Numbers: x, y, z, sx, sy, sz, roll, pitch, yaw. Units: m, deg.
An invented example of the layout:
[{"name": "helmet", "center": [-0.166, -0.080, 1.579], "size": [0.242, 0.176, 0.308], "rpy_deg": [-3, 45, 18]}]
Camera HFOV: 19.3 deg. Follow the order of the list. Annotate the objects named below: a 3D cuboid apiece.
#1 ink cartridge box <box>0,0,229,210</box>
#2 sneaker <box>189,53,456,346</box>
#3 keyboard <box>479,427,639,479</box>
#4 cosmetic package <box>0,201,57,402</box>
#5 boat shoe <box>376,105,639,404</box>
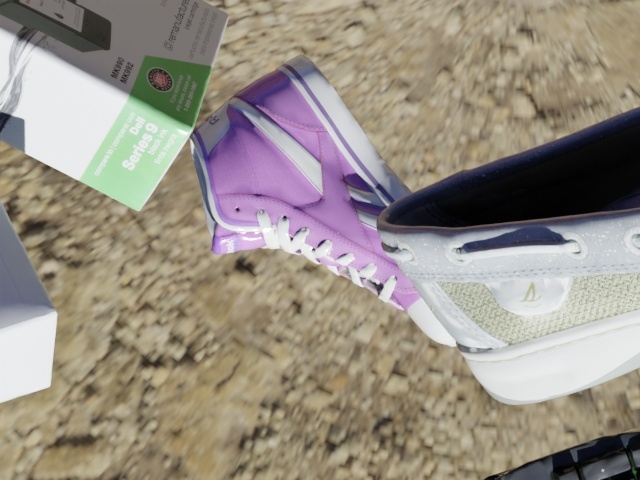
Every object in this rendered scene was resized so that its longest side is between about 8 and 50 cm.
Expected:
[{"name": "ink cartridge box", "center": [-0.254, -0.189, 1.796], "size": [0.289, 0.211, 0.121], "rpy_deg": [27, 128, -13]}, {"name": "sneaker", "center": [0.000, 0.000, 1.558], "size": [0.161, 0.102, 0.282], "rpy_deg": [-35, 77, -16]}, {"name": "keyboard", "center": [0.140, 0.257, 0.892], "size": [0.202, 0.033, 0.317], "rpy_deg": [-18, 90, -4]}, {"name": "cosmetic package", "center": [-0.382, 0.046, 1.685], "size": [0.225, 0.138, 0.224], "rpy_deg": [-18, 61, -24]}, {"name": "boat shoe", "center": [0.163, -0.031, 0.777], "size": [0.320, 0.118, 0.103], "rpy_deg": [-28, 113, 41]}]
